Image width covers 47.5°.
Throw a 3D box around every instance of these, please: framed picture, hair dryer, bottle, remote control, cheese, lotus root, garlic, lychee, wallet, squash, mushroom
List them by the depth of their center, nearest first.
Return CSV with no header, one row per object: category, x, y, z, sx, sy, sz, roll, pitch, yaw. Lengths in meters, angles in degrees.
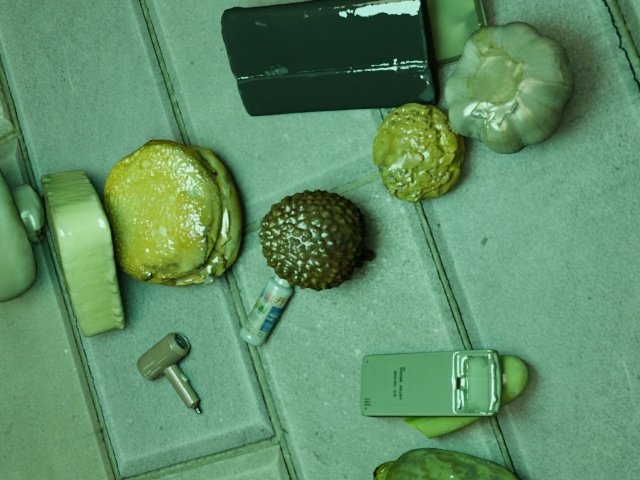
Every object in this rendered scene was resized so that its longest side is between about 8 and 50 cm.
garlic,0.329,-0.261,1.259,0.228,0.152,0.228,-2,86,22
lotus root,0.230,0.470,1.317,0.309,0.173,0.173,5,93,29
squash,0.271,0.291,1.334,0.250,0.083,0.083,-37,77,22
remote control,0.198,0.264,1.335,0.285,0.038,0.123,-12,67,35
framed picture,0.190,-0.396,1.346,0.231,0.010,0.173,-9,121,22
lychee,0.000,0.000,1.382,0.238,0.200,0.200,18,100,-20
wallet,0.015,-0.352,1.393,0.406,0.062,0.228,1,123,24
bottle,-0.095,0.115,1.495,0.060,0.060,0.217,33,104,19
cheese,-0.509,0.044,1.575,0.104,0.384,0.384,-15,83,-20
hair dryer,-0.310,0.301,1.595,0.117,0.064,0.182,-38,84,17
mushroom,-0.743,-0.040,1.664,0.362,0.294,0.362,38,138,45

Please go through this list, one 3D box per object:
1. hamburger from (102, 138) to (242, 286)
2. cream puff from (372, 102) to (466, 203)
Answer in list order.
hamburger,-0.305,-0.048,1.523,0.290,0.170,0.314,-18,85,25
cream puff,0.174,-0.161,1.341,0.189,0.129,0.189,-1,87,25
